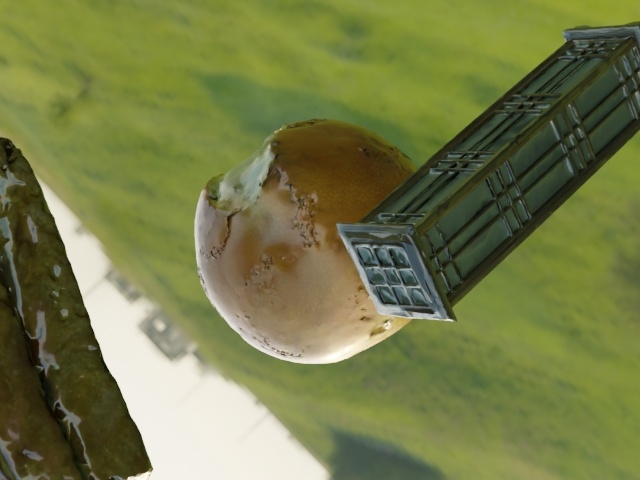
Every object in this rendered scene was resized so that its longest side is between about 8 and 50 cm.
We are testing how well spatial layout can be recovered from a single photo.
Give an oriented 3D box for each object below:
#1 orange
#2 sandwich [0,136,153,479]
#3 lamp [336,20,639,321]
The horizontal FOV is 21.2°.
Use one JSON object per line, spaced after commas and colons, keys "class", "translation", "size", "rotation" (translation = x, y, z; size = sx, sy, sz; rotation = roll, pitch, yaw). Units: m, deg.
{"class": "orange", "translation": [0.000, 0.000, 1.624], "size": [0.240, 0.240, 0.240], "rotation": [46, 175, 5]}
{"class": "sandwich", "translation": [-0.212, 0.107, 1.215], "size": [0.325, 0.131, 0.262], "rotation": [107, 140, -70]}
{"class": "lamp", "translation": [0.157, -0.062, 1.377], "size": [0.090, 0.325, 0.089], "rotation": [4, 126, 50]}
